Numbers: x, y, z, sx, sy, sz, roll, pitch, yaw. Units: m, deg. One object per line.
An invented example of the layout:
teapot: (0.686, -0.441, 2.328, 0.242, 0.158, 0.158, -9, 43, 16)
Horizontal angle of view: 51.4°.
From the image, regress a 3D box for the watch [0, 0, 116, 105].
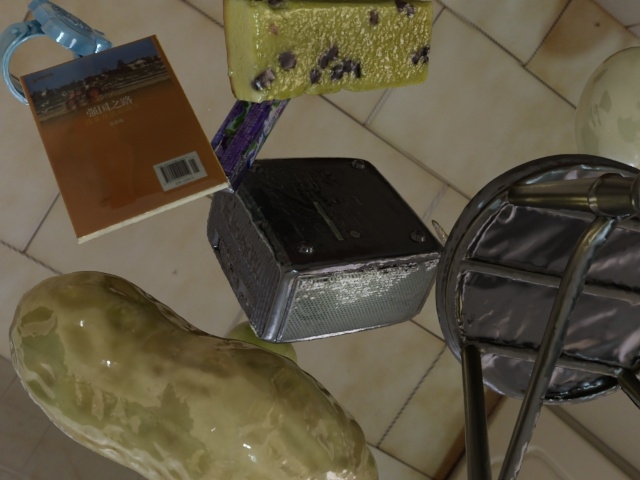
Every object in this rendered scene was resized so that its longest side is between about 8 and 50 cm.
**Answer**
watch: (-0.539, -0.362, 1.338, 0.211, 0.211, 0.193, 34, 103, -14)

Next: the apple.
apple: (-0.145, 0.279, 1.494, 0.200, 0.200, 0.200, -2, 101, -9)

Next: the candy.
candy: (-0.146, -0.226, 1.328, 0.088, 0.061, 0.312, 15, 57, 17)

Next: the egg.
egg: (0.539, -0.212, 1.153, 0.186, 0.186, 0.242, -9, 108, -8)

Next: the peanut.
peanut: (-0.091, 0.126, 0.510, 0.319, 0.147, 0.147, 33, 94, -1)

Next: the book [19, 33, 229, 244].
book: (-0.349, -0.193, 1.161, 0.262, 0.028, 0.374, -23, 64, -12)

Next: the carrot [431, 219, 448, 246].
carrot: (0.366, 0.042, 1.805, 0.049, 0.049, 0.254, -37, 111, -1)

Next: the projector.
projector: (0.000, 0.000, 1.462, 0.405, 0.395, 0.242, -5, 132, -29)

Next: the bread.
bread: (0.024, -0.288, 0.982, 0.361, 0.077, 0.138, -17, 121, -38)

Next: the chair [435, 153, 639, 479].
chair: (0.295, 0.101, 0.585, 0.364, 0.410, 0.362, 9, 106, -6)
